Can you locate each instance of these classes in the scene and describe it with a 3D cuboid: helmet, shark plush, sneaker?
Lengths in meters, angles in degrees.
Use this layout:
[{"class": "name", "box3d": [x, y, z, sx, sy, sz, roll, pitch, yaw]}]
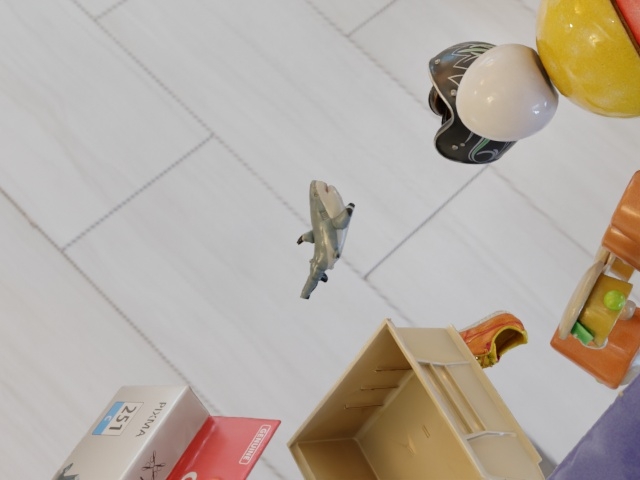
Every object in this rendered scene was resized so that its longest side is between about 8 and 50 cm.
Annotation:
[{"class": "helmet", "box3d": [0.231, -0.209, 1.613, 0.170, 0.161, 0.169, 8, 42, -7]}, {"class": "shark plush", "box3d": [0.000, 0.000, 1.527, 0.067, 0.161, 0.073, 15, 21, 2]}, {"class": "sneaker", "box3d": [0.218, 0.161, 1.593, 0.175, 0.064, 0.067, -31, 36, -3]}]

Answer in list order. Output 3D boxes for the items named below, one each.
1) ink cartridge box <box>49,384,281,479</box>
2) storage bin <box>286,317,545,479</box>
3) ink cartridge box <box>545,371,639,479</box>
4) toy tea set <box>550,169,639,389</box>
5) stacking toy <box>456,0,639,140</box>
[{"class": "ink cartridge box", "box3d": [-0.224, 0.305, 1.353, 0.066, 0.261, 0.296, 58, 46, -28]}, {"class": "storage bin", "box3d": [0.117, 0.282, 1.401, 0.123, 0.262, 0.260, 4, 43, -41]}, {"class": "ink cartridge box", "box3d": [0.217, 0.180, 0.419, 0.307, 0.303, 0.072, 42, 54, 18]}, {"class": "toy tea set", "box3d": [0.332, 0.049, 1.124, 0.124, 0.336, 0.200, 27, 85, 13]}, {"class": "stacking toy", "box3d": [0.373, -0.259, 1.280, 0.480, 0.351, 0.350, -26, 65, 23]}]
